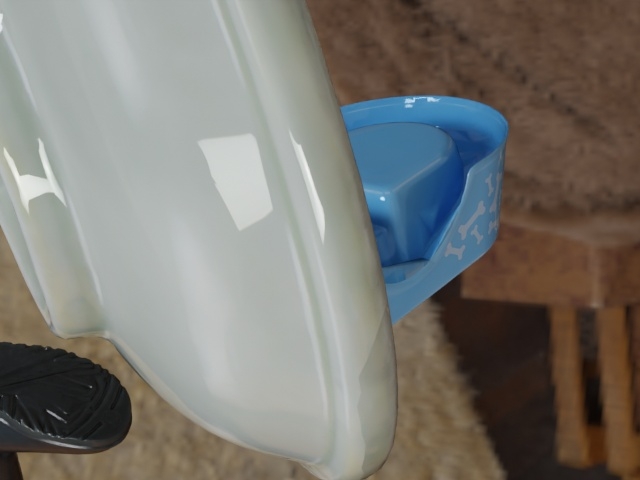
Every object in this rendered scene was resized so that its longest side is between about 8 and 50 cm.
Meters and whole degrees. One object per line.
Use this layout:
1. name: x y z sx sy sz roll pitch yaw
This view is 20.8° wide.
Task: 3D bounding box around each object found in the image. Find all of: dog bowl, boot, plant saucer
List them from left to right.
1. boot: -0.289 0.191 1.644 0.207 0.247 0.094 92 16 -46
2. plant saucer: -0.097 -0.077 0.684 0.101 0.400 0.400 -21 105 -11
3. dog bowl: 0.000 0.000 1.076 0.297 0.166 0.074 -34 123 -40
